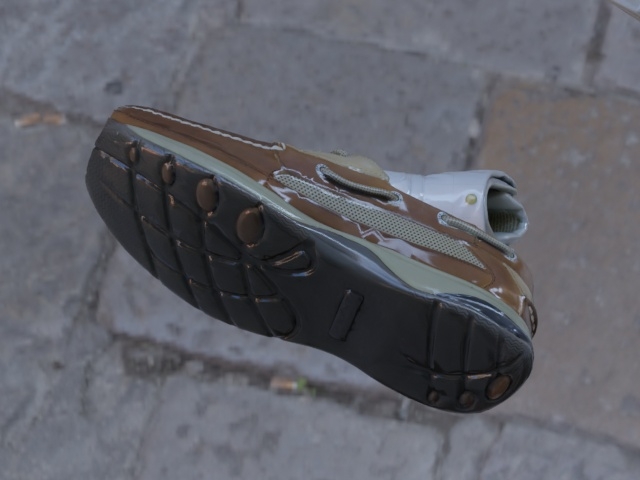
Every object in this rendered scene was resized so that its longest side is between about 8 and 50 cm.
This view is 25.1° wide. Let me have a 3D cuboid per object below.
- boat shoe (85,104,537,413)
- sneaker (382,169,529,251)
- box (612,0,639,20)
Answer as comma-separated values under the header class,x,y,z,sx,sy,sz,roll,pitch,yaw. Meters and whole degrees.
class,x,y,z,sx,sy,sz,roll,pitch,yaw
boat shoe,0.000,0.000,0.977,0.324,0.122,0.120,29,44,-1
sneaker,0.119,0.001,1.400,0.169,0.292,0.108,1,80,11
box,0.354,-0.208,1.214,0.232,0.127,0.148,27,13,-24
